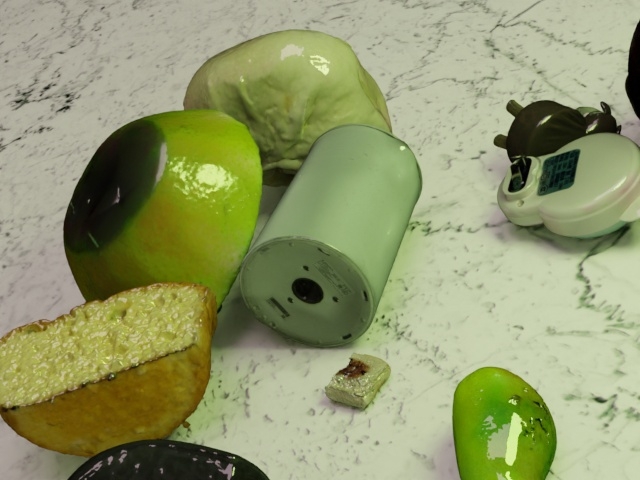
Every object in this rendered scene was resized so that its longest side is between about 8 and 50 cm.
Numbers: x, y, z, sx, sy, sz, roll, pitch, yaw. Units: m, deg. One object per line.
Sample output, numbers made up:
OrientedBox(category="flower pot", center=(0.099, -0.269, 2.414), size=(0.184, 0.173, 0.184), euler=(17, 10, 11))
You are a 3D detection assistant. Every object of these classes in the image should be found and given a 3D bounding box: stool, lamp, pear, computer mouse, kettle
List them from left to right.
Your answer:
OrientedBox(category="pear", center=(-0.273, -0.041, 1.929), size=(0.399, 0.165, 0.399), euler=(-24, 55, 38))
OrientedBox(category="computer mouse", center=(-0.186, 0.311, 1.560), size=(0.269, 0.170, 0.100), euler=(-4, 51, 18))
OrientedBox(category="kettle", center=(0.015, 0.004, 1.913), size=(0.205, 0.265, 0.318), euler=(22, 43, 2))
OrientedBox(category="stool", center=(0.380, -0.173, 2.017), size=(0.217, 0.125, 0.121), euler=(-20, 31, -18))
OrientedBox(category="lamp", center=(0.387, -0.072, 1.877), size=(0.246, 0.108, 0.179), euler=(-7, 38, 30))

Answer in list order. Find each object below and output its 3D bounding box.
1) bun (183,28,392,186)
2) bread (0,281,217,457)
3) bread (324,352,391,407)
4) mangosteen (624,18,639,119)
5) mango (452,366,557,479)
OrientedBox(category="bun", center=(-0.053, -0.198, 2.116), size=(0.361, 0.361, 0.213), euler=(-4, 59, 22))
OrientedBox(category="bread", center=(-0.287, 0.197, 1.771), size=(0.340, 0.179, 0.194), euler=(-18, 35, -3))
OrientedBox(category="bread", center=(0.054, 0.193, 1.732), size=(0.070, 0.035, 0.083), euler=(14, 43, 38))
OrientedBox(category="mangosteen", center=(0.621, -0.276, 1.836), size=(0.382, 0.382, 0.435), euler=(-24, 21, -6))
OrientedBox(category="mango", center=(0.223, 0.246, 1.505), size=(0.125, 0.111, 0.233), euler=(-19, 34, 8))
